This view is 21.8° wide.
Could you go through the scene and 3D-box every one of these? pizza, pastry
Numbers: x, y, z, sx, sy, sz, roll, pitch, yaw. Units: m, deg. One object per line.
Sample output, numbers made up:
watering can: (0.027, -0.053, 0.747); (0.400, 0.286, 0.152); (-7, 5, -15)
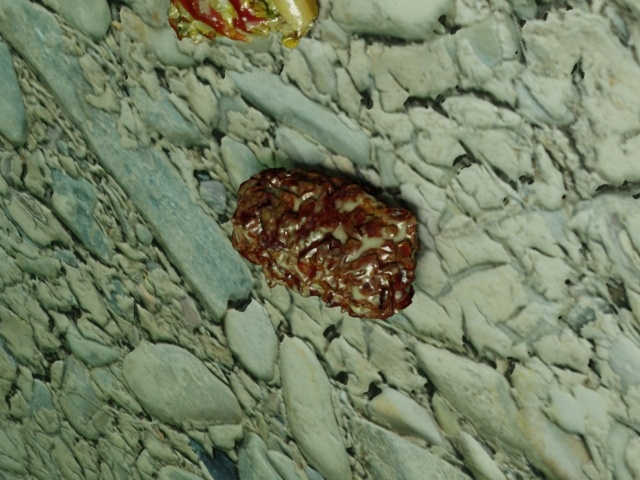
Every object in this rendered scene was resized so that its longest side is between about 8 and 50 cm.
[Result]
pizza: (-0.097, -0.226, 1.504); (0.188, 0.062, 0.199); (51, 147, 5)
pastry: (0.001, -0.002, 1.547); (0.208, 0.115, 0.097); (26, 164, 31)
